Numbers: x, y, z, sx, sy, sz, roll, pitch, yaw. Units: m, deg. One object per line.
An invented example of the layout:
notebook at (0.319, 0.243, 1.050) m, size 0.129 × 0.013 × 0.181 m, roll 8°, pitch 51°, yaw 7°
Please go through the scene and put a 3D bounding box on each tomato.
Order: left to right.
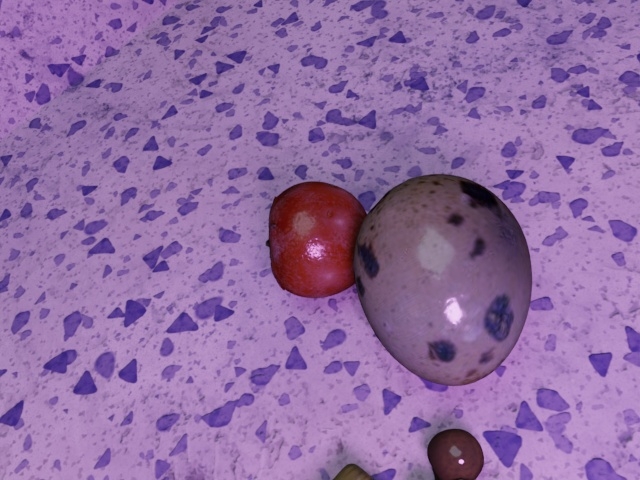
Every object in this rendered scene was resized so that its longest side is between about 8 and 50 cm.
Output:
tomato at (0.000, 0.000, 1.548) m, size 0.265 × 0.265 × 0.264 m, roll -9°, pitch 52°, yaw 12°

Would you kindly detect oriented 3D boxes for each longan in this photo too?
longan at (0.244, 0.403, 1.269) m, size 0.106 × 0.106 × 0.119 m, roll 46°, pitch 120°, yaw 38°

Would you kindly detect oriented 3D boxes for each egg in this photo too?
egg at (0.241, 0.071, 1.357) m, size 0.345 × 0.345 × 0.427 m, roll -14°, pitch 55°, yaw 8°

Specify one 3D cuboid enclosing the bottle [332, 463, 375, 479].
bottle at (0.009, 0.531, 1.235) m, size 0.112 × 0.112 × 0.260 m, roll 33°, pitch 70°, yaw 35°
